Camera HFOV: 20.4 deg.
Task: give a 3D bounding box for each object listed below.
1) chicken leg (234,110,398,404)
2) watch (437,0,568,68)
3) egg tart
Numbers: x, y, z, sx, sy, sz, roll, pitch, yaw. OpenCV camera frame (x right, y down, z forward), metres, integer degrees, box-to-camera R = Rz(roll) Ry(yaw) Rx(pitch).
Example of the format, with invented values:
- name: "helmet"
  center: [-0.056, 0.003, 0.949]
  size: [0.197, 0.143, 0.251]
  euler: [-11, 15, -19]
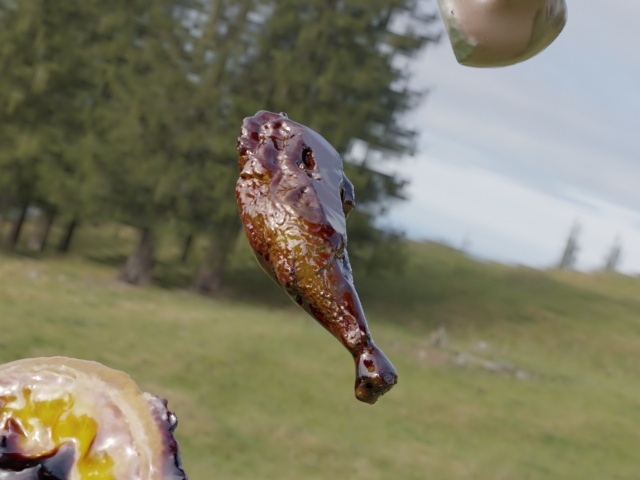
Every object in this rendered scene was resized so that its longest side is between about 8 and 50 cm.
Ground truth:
- name: "chicken leg"
  center: [-0.005, -0.004, 1.003]
  size: [0.089, 0.048, 0.219]
  euler: [28, 28, -31]
- name: "watch"
  center: [0.160, -0.188, 0.860]
  size: [0.241, 0.161, 0.253]
  euler: [-16, 9, 6]
- name: "egg tart"
  center: [-0.153, 0.179, 0.976]
  size: [0.215, 0.215, 0.171]
  euler: [18, -28, 33]
